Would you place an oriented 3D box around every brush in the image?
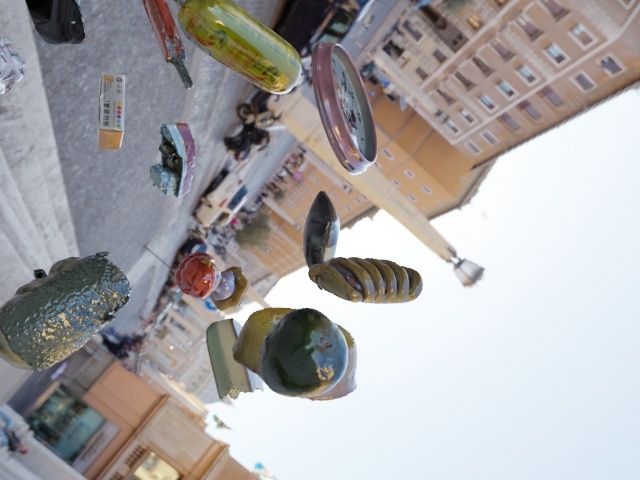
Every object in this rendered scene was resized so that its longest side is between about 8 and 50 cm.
[{"bbox_3d":[-0.387,-0.522,1.400,0.051,0.323,0.070,-22,177,-30],"label":"brush"}]

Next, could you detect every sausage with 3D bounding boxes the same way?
[{"bbox_3d":[-0.170,-0.430,1.243,0.123,0.347,0.123,-23,-124,39],"label":"sausage"}]

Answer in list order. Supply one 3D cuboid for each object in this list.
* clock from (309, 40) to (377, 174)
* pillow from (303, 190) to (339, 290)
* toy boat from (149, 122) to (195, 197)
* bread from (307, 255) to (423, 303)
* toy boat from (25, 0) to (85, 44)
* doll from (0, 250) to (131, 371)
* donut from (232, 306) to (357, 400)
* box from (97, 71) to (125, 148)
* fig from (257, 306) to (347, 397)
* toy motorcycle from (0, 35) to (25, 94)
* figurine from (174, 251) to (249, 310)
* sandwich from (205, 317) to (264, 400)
[{"bbox_3d":[0.040,-0.238,1.020,0.056,0.244,0.244,-15,-160,21],"label":"clock"},{"bbox_3d":[0.000,0.000,1.702,0.186,0.106,0.250,-101,-165,-56],"label":"pillow"},{"bbox_3d":[-0.550,-0.298,2.072,0.133,0.145,0.332,-27,152,-35],"label":"toy boat"},{"bbox_3d":[0.095,0.076,1.131,0.134,0.225,0.081,25,-75,55],"label":"bread"},{"bbox_3d":[-0.730,-0.677,1.553,0.299,0.134,0.092,113,-29,-60],"label":"toy boat"},{"bbox_3d":[-0.670,0.170,1.464,0.349,0.247,0.247,-33,-178,-17],"label":"doll"},{"bbox_3d":[-0.046,0.243,1.294,0.303,0.303,0.110,-79,-175,-78],"label":"donut"},{"bbox_3d":[-0.775,-0.470,2.095,0.274,0.091,0.220,170,-80,-68],"label":"box"},{"bbox_3d":[-0.044,0.169,0.783,0.177,0.117,0.117,-34,-166,36],"label":"fig"},{"bbox_3d":[-0.607,-0.317,1.037,0.112,0.112,0.254,-48,-168,2],"label":"toy motorcycle"},{"bbox_3d":[-0.391,0.133,1.936,0.181,0.208,0.257,-35,149,9],"label":"figurine"},{"bbox_3d":[-0.243,0.346,1.596,0.108,0.220,0.186,-15,-126,9],"label":"sandwich"}]
